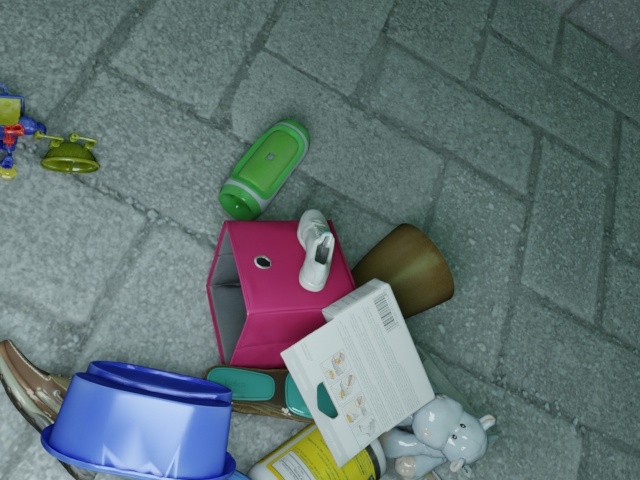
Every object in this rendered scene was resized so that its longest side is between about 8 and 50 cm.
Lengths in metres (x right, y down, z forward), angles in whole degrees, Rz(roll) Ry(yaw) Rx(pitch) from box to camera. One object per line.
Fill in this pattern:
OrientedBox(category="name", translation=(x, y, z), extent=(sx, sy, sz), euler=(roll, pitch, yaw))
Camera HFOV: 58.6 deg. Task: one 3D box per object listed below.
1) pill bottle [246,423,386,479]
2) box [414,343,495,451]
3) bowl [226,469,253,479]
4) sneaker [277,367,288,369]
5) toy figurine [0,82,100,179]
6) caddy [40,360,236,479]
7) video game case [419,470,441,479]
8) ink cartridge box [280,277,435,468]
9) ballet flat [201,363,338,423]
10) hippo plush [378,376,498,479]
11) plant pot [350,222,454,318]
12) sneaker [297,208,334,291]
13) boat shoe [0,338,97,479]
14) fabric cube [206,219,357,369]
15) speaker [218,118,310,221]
OrientedBox(category="pill bottle", translation=(-0.035, 0.519, 1.218), extent=(0.334, 0.188, 0.187), euler=(-28, 81, -30))
OrientedBox(category="box", translation=(0.323, 0.417, 1.491), extent=(0.067, 0.063, 0.324), euler=(-40, 88, -30))
OrientedBox(category="bowl", translation=(-0.245, 0.611, 1.039), extent=(0.392, 0.077, 0.390), euler=(-3, 74, 9))
OrientedBox(category="sneaker", translation=(-0.025, 0.297, 1.396), extent=(0.186, 0.069, 0.083), euler=(14, 40, -13))
OrientedBox(category="toy figurine", translation=(-0.691, -0.275, 1.279), extent=(0.363, 0.191, 0.217), euler=(-2, 65, -25))
OrientedBox(category="caddy", translation=(-0.311, 0.341, 1.022), extent=(0.342, 0.241, 0.179), euler=(14, 87, -7))
OrientedBox(category="video game case", translation=(0.270, 0.662, 1.389), extent=(0.143, 0.019, 0.157), euler=(-36, 85, -31))
OrientedBox(category="ink cartridge box", translation=(0.075, 0.267, 1.165), extent=(0.261, 0.066, 0.296), euler=(-30, 109, -18))
OrientedBox(category="ballet flat", translation=(-0.096, 0.343, 1.239), extent=(0.343, 0.124, 0.116), euler=(9, 57, -15))
OrientedBox(category="hippo plush", translation=(0.273, 0.467, 1.315), extent=(0.294, 0.236, 0.234), euler=(41, 79, 3))
OrientedBox(category="plant pot", translation=(0.171, 0.117, 1.475), extent=(0.254, 0.237, 0.237), euler=(-30, 82, -17))
OrientedBox(category="sneaker", translation=(0.000, 0.000, 1.197), extent=(0.080, 0.094, 0.212), euler=(11, 47, -15))
OrientedBox(category="boat shoe", translation=(-0.525, 0.323, 1.137), extent=(0.116, 0.123, 0.324), euler=(-39, 96, -35))
OrientedBox(category="fabric cube", translation=(-0.093, 0.124, 1.290), extent=(0.258, 0.259, 0.254), euler=(-1, 51, -24))
OrientedBox(category="speaker", translation=(-0.143, -0.189, 1.510), extent=(0.131, 0.131, 0.296), euler=(36, 59, -6))
